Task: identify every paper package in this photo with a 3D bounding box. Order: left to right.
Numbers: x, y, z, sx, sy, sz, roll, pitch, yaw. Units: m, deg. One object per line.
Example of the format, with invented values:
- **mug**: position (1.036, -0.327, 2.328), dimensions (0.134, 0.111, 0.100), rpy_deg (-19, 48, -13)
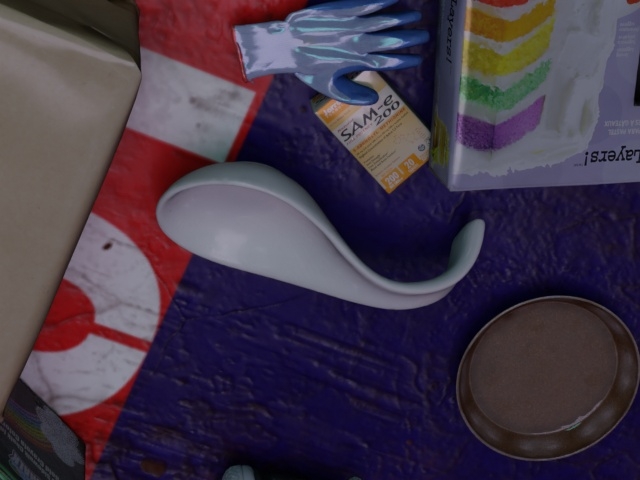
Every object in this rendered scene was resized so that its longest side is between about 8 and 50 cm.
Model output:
- **paper package**: position (-0.325, -0.072, 1.220), dimensions (0.309, 0.168, 0.325), rpy_deg (21, 111, -15)

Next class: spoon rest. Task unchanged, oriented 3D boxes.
- **spoon rest**: position (0.000, 0.000, 1.324), dimensions (0.276, 0.084, 0.137), rpy_deg (11, 150, -13)

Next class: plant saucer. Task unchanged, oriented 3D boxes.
- **plant saucer**: position (0.203, 0.120, 1.444), dimensions (0.168, 0.029, 0.169), rpy_deg (-3, 115, -6)

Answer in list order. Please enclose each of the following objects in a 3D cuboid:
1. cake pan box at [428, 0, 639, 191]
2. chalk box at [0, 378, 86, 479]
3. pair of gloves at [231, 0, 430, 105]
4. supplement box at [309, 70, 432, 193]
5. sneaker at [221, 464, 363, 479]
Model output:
- **cake pan box**: position (0.224, -0.166, 1.282), dimensions (0.266, 0.070, 0.246), rpy_deg (-2, 115, -15)
- **chalk box**: position (-0.285, 0.221, 1.329), dimensions (0.132, 0.213, 0.132), rpy_deg (-36, 113, 9)
- **pair of gloves**: position (0.001, -0.200, 1.258), dimensions (0.159, 0.023, 0.198), rpy_deg (-7, 103, 4)
- **supplement box**: position (0.046, -0.096, 1.324), dimensions (0.062, 0.036, 0.098), rpy_deg (-40, 112, 10)
- **sneaker**: position (-0.019, 0.331, 1.471), dimensions (0.153, 0.101, 0.269), rpy_deg (0, 112, -4)
